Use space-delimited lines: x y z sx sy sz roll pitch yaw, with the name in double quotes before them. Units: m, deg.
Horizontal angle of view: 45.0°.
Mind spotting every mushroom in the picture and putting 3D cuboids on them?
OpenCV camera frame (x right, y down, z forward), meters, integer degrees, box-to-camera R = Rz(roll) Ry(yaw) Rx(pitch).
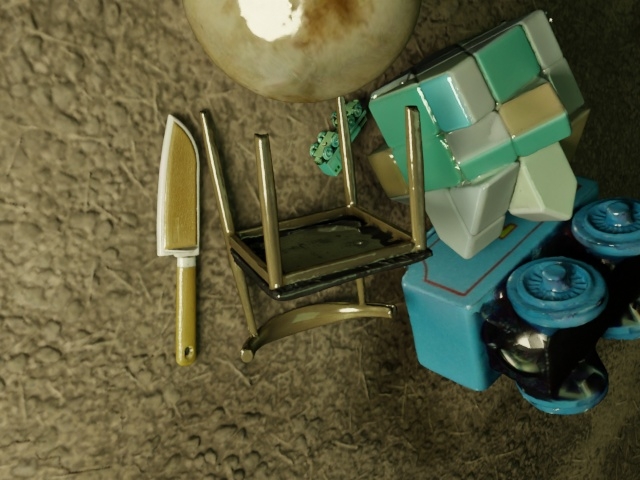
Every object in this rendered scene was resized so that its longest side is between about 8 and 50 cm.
"mushroom" -0.015 -0.242 0.717 0.178 0.226 0.226 -63 147 -69

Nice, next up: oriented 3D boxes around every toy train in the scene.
"toy train" 0.259 0.053 0.953 0.300 0.265 0.188 -38 131 -30
"toy train" 0.024 -0.118 0.877 0.092 0.029 0.045 -56 136 -18

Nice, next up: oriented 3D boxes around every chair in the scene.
"chair" 0.000 0.000 0.778 0.188 0.166 0.272 -15 113 -22

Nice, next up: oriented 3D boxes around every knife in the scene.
"knife" -0.140 0.004 0.769 0.046 0.022 0.256 -6 103 -35

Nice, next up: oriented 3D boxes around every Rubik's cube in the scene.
"Rubik's cube" 0.192 -0.117 0.872 0.224 0.265 0.213 -36 105 -30
